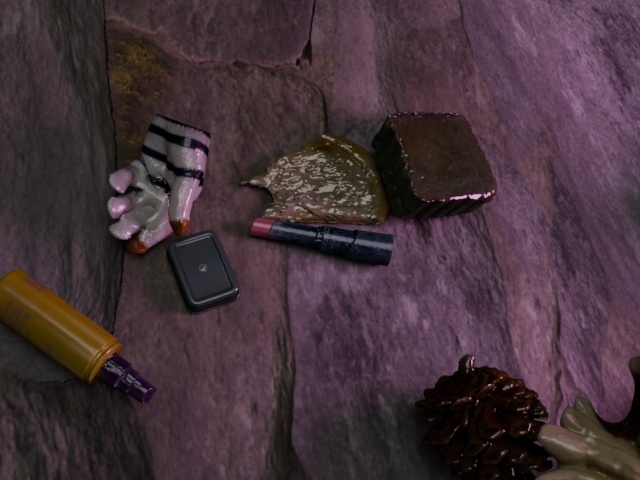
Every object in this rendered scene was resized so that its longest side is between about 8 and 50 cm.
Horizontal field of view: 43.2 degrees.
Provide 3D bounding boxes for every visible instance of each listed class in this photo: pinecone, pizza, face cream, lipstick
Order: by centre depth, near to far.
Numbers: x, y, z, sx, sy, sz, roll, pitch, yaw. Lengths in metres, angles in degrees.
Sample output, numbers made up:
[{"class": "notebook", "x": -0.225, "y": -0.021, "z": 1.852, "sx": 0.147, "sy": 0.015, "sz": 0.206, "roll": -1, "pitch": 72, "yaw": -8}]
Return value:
[{"class": "pinecone", "x": 0.248, "y": 0.275, "z": 1.165, "sx": 0.212, "sy": 0.168, "sz": 0.185, "roll": 46, "pitch": 24, "yaw": 7}, {"class": "face cream", "x": -0.355, "y": 0.148, "z": 1.172, "sx": 0.273, "sy": 0.078, "sz": 0.078, "roll": 34, "pitch": 64, "yaw": 7}, {"class": "lipstick", "x": 0.000, "y": 0.000, "z": 1.327, "sx": 0.234, "sy": 0.053, "sz": 0.053, "roll": 8, "pitch": 63, "yaw": -2}, {"class": "pizza", "x": -0.009, "y": -0.101, "z": 1.379, "sx": 0.262, "sy": 0.034, "sz": 0.181, "roll": -6, "pitch": 66, "yaw": -12}]

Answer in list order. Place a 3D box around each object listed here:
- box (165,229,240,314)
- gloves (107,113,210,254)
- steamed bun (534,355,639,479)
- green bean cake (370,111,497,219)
[{"class": "box", "x": -0.186, "y": 0.047, "z": 1.277, "sx": 0.091, "sy": 0.031, "sz": 0.126, "roll": -17, "pitch": 70, "yaw": -17}, {"class": "gloves", "x": -0.256, "y": -0.085, "z": 1.291, "sx": 0.140, "sy": 0.131, "sz": 0.218, "roll": 20, "pitch": 93, "yaw": -2}, {"class": "steamed bun", "x": 0.422, "y": 0.340, "z": 1.101, "sx": 0.247, "sy": 0.189, "sz": 0.427, "roll": -13, "pitch": 101, "yaw": -46}, {"class": "green bean cake", "x": 0.188, "y": -0.123, "z": 1.376, "sx": 0.173, "sy": 0.094, "sz": 0.181, "roll": -5, "pitch": 64, "yaw": -26}]
